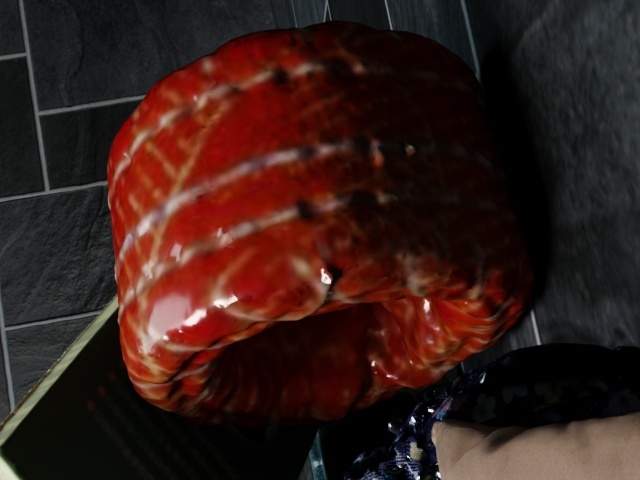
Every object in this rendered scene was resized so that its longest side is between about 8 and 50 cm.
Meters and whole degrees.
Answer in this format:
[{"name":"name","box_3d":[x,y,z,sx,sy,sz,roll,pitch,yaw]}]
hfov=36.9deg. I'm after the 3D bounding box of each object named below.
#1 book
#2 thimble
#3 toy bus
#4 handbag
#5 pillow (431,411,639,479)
[{"name":"book","box_3d":[-0.118,0.166,0.849,0.260,0.043,0.371,56,-153,-14]},{"name":"thimble","box_3d":[0.000,0.000,0.797,0.350,0.350,0.230,90,167,-65]},{"name":"toy bus","box_3d":[0.094,0.256,0.999,0.323,0.194,0.161,-121,21,-77]},{"name":"handbag","box_3d":[0.124,0.156,0.475,0.127,0.229,0.207,-23,75,50]},{"name":"pillow","box_3d":[0.142,0.151,0.307,0.084,0.236,0.223,9,-110,-50]}]
